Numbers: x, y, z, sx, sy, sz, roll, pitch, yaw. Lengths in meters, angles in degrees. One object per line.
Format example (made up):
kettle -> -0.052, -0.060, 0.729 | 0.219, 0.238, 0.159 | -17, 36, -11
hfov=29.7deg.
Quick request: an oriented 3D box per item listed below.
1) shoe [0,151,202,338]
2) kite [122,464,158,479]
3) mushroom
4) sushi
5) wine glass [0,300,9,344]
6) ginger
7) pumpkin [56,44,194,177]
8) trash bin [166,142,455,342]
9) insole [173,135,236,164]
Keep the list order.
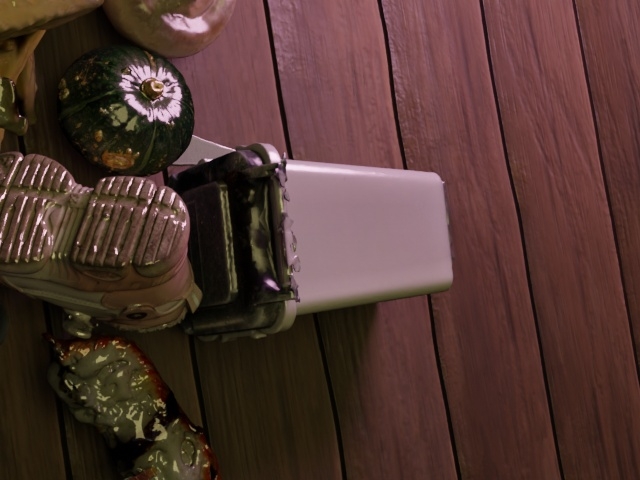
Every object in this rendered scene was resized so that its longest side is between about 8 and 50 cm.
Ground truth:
shoe -> -0.317, 0.024, 1.515 | 0.351, 0.198, 0.172 | 12, 56, 19
kite -> -0.346, 0.406, 1.495 | 0.360, 0.022, 0.204 | -27, 101, -11
mushroom -> -0.187, -0.353, 1.639 | 0.207, 0.215, 0.207 | -3, 94, -47
sushi -> -0.240, 0.237, 1.572 | 0.130, 0.124, 0.332 | -35, 105, -18
wine glass -> -0.440, 0.104, 1.434 | 0.103, 0.222, 0.103 | 6, 78, -30
ginger -> -0.372, -0.275, 1.400 | 0.358, 0.211, 0.413 | -65, 155, -48
pumpkin -> -0.258, -0.173, 1.613 | 0.190, 0.146, 0.190 | 7, 69, -20
trash bin -> 0.000, 0.000, 1.658 | 0.368, 0.296, 0.255 | -2, 82, -34
insole -> -0.182, -0.126, 1.729 | 0.153, 0.002, 0.053 | 15, 76, -26
